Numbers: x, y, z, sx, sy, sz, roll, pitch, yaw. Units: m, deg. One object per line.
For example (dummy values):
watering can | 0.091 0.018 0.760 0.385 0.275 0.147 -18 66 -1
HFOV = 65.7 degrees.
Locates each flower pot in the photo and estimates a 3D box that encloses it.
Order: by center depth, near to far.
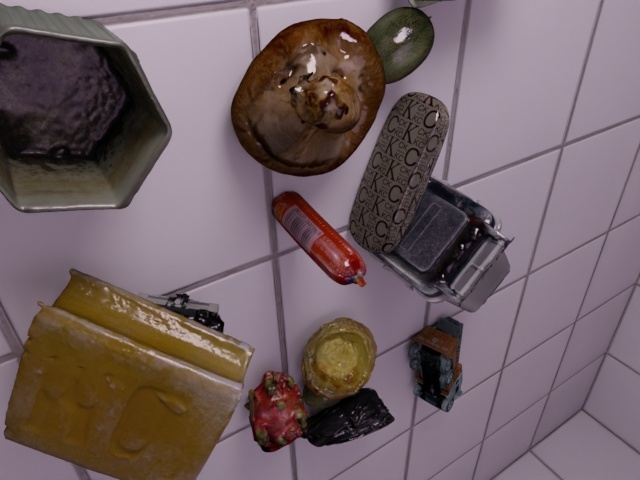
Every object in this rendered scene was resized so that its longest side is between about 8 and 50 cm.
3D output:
flower pot | -0.330 -0.167 0.629 0.209 0.189 0.239 -33 132 -15

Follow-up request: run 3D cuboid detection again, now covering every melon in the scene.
melon | 0.141 -0.363 0.917 0.167 0.114 0.114 -40 135 1
melon | 0.013 0.400 1.333 0.130 0.098 0.098 -21 129 -27

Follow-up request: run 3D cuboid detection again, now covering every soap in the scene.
soap | -0.317 0.249 0.827 0.335 0.156 0.293 26 110 -10

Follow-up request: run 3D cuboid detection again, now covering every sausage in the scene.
sausage | 0.000 0.000 0.933 0.074 0.274 0.074 -21 133 -24

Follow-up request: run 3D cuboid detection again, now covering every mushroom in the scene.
mushroom | -0.012 -0.214 0.832 0.267 0.255 0.267 -2 146 -1

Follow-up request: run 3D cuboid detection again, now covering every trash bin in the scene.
trash bin | 0.331 0.043 1.224 0.256 0.296 0.367 -53 141 2

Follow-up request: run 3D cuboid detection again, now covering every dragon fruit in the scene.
dragon fruit | -0.111 0.408 1.201 0.160 0.166 0.172 -13 98 16

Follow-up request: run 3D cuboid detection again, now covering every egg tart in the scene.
egg tart | 0.042 0.300 1.268 0.212 0.090 0.213 -1 93 -24

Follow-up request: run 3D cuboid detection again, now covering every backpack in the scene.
backpack | 0.062 0.503 1.400 0.258 0.133 0.206 -23 166 -13

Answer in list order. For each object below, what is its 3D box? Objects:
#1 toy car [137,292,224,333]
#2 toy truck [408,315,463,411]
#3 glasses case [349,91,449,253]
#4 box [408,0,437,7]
toy car | -0.295 0.238 0.965 0.193 0.118 0.301 8 119 -8
toy truck | 0.399 0.413 1.622 0.184 0.133 0.338 -41 135 -32
glasses case | 0.163 -0.139 1.066 0.085 0.137 0.355 3 115 -40
box | 0.264 -0.543 0.857 0.290 0.166 0.221 -26 131 -23
